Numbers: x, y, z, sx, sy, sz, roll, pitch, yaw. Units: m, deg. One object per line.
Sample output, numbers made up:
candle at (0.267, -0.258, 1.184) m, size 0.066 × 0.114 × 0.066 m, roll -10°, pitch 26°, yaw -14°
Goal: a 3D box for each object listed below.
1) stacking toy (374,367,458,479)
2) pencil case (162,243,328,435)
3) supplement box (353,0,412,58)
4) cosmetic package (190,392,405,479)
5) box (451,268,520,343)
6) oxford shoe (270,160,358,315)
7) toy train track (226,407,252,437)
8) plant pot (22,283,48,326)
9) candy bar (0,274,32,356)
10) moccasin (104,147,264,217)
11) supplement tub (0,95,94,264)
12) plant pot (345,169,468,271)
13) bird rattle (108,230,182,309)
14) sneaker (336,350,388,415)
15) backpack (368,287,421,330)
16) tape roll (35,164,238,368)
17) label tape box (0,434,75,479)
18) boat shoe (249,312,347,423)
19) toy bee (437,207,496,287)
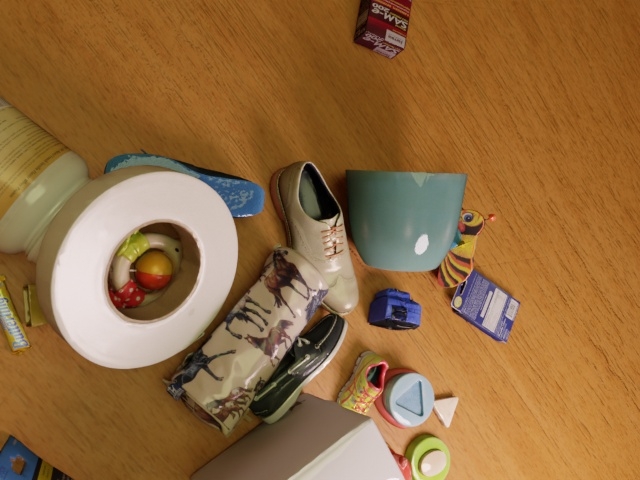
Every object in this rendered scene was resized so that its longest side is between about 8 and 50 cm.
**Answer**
stacking toy at (0.253, 0.492, 1.320) m, size 0.280 × 0.130 × 0.308 m, roll 20°, pitch 76°, yaw -21°
pencil case at (-0.152, 0.201, 1.151) m, size 0.184 × 0.160 × 0.410 m, roll 34°, pitch 68°, yaw 10°
supplement box at (0.180, -0.646, 1.460) m, size 0.130 × 0.073 × 0.239 m, roll 14°, pitch 79°, yaw -23°
cosmetic package at (-0.005, 0.586, 1.079) m, size 0.328 × 0.329 × 0.393 m, roll -31°, pitch 96°, yaw -24°
box at (0.468, 0.182, 1.509) m, size 0.225 × 0.036 × 0.136 m, roll 34°, pitch 70°, yaw -19°
oxford shoe at (0.000, 0.000, 1.254) m, size 0.141 × 0.146 × 0.396 m, roll -28°, pitch 96°, yaw -26°
toy train track at (-0.188, 0.408, 1.191) m, size 0.048 × 0.014 × 0.083 m, roll 46°, pitch 73°, yaw -21°
plant pot at (-0.531, 0.124, 1.033) m, size 0.083 × 0.082 × 0.081 m, roll -4°, pitch 85°, yaw -37°
candy bar at (-0.609, 0.147, 1.024) m, size 0.040 × 0.018 × 0.161 m, roll -22°, pitch 92°, yaw -25°
moccasin at (-0.297, -0.102, 1.152) m, size 0.342 × 0.117 × 0.137 m, roll 15°, pitch 90°, yaw -27°
supplement tub at (-0.577, -0.118, 0.955) m, size 0.316 × 0.228 × 0.228 m, roll 39°, pitch 69°, yaw -15°
plant pot at (0.201, -0.053, 1.290) m, size 0.293 × 0.293 × 0.235 m, roll -1°, pitch 98°, yaw -25°
bird rattle at (-0.373, 0.070, 1.090) m, size 0.207 × 0.143 × 0.253 m, roll 5°, pitch 84°, yaw -41°
sneaker at (0.106, 0.372, 1.286) m, size 0.082 × 0.094 × 0.208 m, roll 27°, pitch 75°, yaw -21°
backpack at (0.201, 0.180, 1.353) m, size 0.120 × 0.098 × 0.101 m, roll 17°, pitch 73°, yaw -21°
tape roll at (-0.327, 0.053, 1.003) m, size 0.392 × 0.072 × 0.391 m, roll -24°, pitch 124°, yaw -42°
label tape box at (-0.461, 0.509, 0.926) m, size 0.334 × 0.241 × 0.106 m, roll 42°, pitch 70°, yaw -14°
boat shoe at (-0.055, 0.275, 1.213) m, size 0.091 × 0.114 × 0.302 m, roll 47°, pitch 66°, yaw -18°
toy bee at (0.388, -0.020, 1.412) m, size 0.195 × 0.162 × 0.298 m, roll -51°, pitch 134°, yaw -59°
